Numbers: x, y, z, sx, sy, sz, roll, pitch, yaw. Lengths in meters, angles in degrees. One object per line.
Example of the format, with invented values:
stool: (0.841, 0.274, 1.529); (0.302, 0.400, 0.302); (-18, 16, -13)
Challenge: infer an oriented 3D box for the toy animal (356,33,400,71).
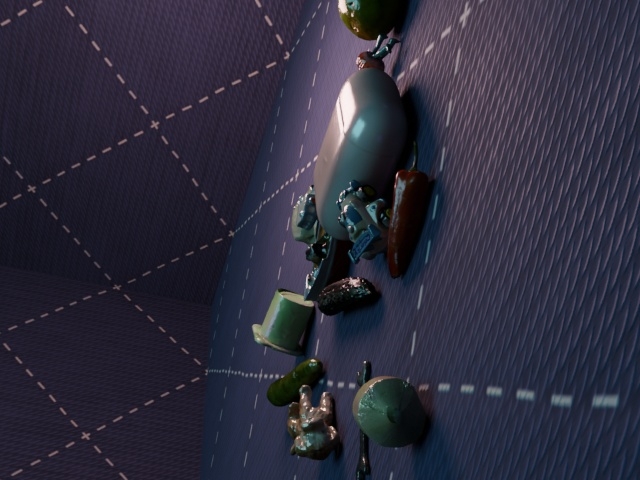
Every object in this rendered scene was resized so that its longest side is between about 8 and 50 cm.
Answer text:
toy animal: (0.129, -0.397, 2.110); (0.103, 0.100, 0.208); (47, 133, 25)

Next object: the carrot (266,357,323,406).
carrot: (-0.061, 0.364, 2.234); (0.358, 0.074, 0.074); (132, 148, -60)

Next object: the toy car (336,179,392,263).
toy car: (0.080, -0.042, 1.789); (0.161, 0.098, 0.126); (52, 130, 17)

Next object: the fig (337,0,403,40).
fig: (0.125, -0.605, 2.124); (0.167, 0.167, 0.233); (-179, 94, -77)

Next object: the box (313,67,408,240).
box: (0.085, -0.193, 1.952); (0.289, 0.141, 0.349); (-94, 20, -54)

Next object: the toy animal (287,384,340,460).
toy animal: (-0.022, 0.445, 1.916); (0.185, 0.104, 0.184); (-120, 45, -64)

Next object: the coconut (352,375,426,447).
coconut: (0.114, 0.282, 1.438); (0.122, 0.116, 0.116); (163, 118, -82)

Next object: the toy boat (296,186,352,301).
toy boat: (0.000, 0.000, 2.154); (0.145, 0.133, 0.332); (129, 150, -62)

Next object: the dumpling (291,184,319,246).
dumpling: (-0.034, -0.044, 2.345); (0.152, 0.108, 0.219); (-58, -31, -53)

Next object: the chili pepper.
chili pepper: (0.164, -0.053, 1.656); (0.063, 0.071, 0.272); (17, 103, 38)

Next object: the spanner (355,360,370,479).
spanner: (0.084, 0.357, 1.717); (0.054, 0.015, 0.254); (122, 157, -51)

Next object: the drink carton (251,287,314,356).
drink carton: (-0.090, 0.217, 2.363); (0.142, 0.144, 0.146); (-66, 15, 8)

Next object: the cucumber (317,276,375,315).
cucumber: (0.061, 0.120, 1.929); (0.300, 0.072, 0.072); (147, 134, -70)
